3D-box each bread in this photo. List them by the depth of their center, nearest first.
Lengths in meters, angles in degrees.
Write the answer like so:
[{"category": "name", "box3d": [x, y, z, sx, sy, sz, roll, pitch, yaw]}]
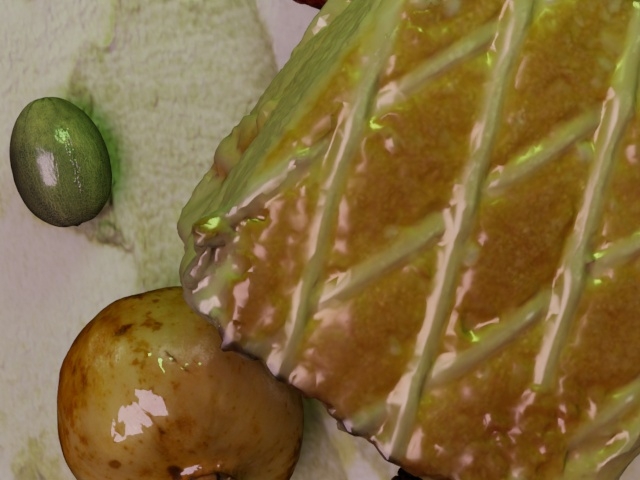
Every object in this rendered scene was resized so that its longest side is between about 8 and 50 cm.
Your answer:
[{"category": "bread", "box3d": [0.120, -0.023, 1.235, 0.371, 0.279, 0.390, 35, 88, -9]}]

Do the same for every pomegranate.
[{"category": "pomegranate", "box3d": [-0.130, 0.163, 1.507, 0.248, 0.248, 0.248, 6, 106, 23]}]

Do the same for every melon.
[{"category": "melon", "box3d": [-0.255, -0.076, 1.581, 0.098, 0.098, 0.130, -10, 102, 27]}]

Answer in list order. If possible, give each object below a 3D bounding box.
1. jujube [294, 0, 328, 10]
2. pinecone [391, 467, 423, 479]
[{"category": "jujube", "box3d": [0.018, -0.286, 1.394, 0.112, 0.109, 0.176, 3, 105, -11]}, {"category": "pinecone", "box3d": [0.120, 0.247, 1.474, 0.121, 0.140, 0.140, 21, 114, 49]}]
